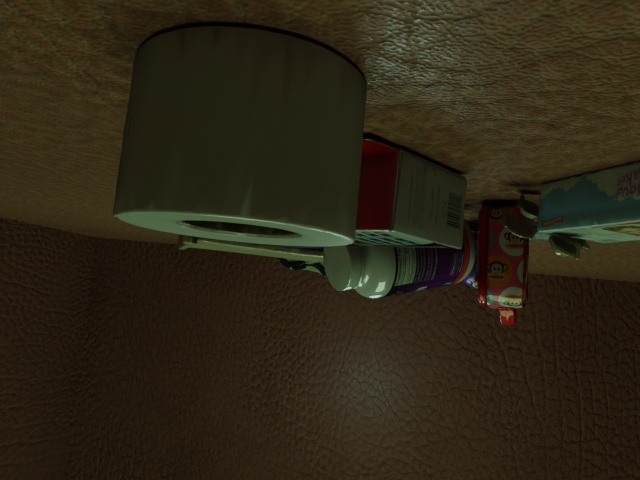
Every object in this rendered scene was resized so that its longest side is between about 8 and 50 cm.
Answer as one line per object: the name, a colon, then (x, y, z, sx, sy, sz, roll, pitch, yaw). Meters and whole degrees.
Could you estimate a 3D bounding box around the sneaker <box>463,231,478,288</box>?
sneaker: (0.377, 0.039, 1.463, 0.146, 0.102, 0.293, 15, -160, 6)

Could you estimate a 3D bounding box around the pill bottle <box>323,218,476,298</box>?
pill bottle: (0.176, 0.030, 1.186, 0.323, 0.181, 0.181, -7, 180, -26)

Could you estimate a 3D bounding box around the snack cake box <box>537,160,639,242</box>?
snack cake box: (0.487, -0.056, 0.807, 0.152, 0.089, 0.264, 9, 173, -18)

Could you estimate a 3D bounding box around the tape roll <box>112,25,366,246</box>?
tape roll: (-0.077, -0.090, 0.558, 0.246, 0.169, 0.246, 6, 174, 1)

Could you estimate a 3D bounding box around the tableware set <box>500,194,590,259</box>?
tableware set: (0.406, -0.021, 0.946, 0.169, 0.020, 0.141, 31, -145, 14)

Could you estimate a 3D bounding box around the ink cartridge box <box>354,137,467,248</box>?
ink cartridge box: (0.043, -0.066, 0.902, 0.310, 0.129, 0.272, 0, 172, 44)

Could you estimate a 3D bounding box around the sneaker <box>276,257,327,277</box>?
sneaker: (0.000, 0.000, 1.563, 0.411, 0.158, 0.182, 21, -139, 34)

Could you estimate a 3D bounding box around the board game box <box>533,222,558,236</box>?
board game box: (0.561, -0.022, 1.394, 0.104, 0.026, 0.154, 1, 173, 40)

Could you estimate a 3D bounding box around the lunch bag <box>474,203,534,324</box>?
lunch bag: (0.418, 0.061, 1.186, 0.120, 0.258, 0.293, 0, 171, 22)

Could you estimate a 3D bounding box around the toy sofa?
toy sofa: (-0.136, -0.041, 1.222, 0.363, 0.150, 0.177, 8, 169, -26)
